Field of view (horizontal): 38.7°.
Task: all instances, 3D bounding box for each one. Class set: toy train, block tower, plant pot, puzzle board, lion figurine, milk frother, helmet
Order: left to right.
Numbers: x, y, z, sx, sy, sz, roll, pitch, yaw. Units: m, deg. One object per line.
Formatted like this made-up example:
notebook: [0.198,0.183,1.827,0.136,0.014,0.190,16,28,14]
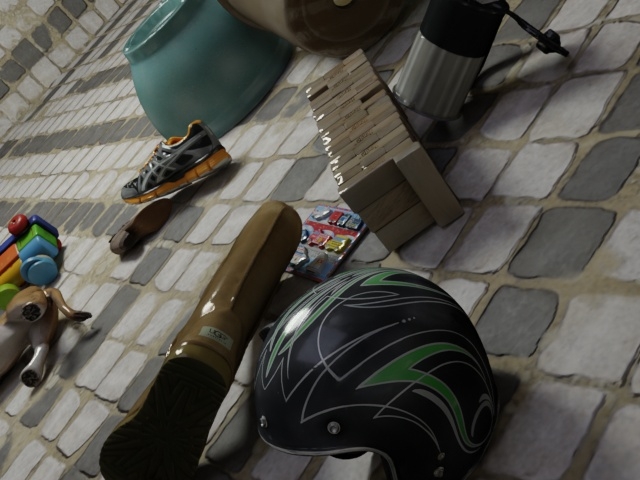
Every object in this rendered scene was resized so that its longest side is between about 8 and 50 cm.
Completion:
lion figurine: [-0.517,0.171,1.432,0.392,0.142,0.240,-28,20,2]
toy train: [-0.582,0.079,1.675,0.248,0.105,0.143,-41,40,8]
plant pot: [-0.222,-0.325,1.616,0.293,0.196,0.293,-34,28,21]
plant pot: [-0.008,-0.424,1.384,0.323,0.323,0.280,-40,44,10]
puzzle board: [0.000,0.000,1.040,0.096,0.011,0.128,-51,27,-13]
helmet: [0.037,0.101,0.673,0.169,0.161,0.169,-34,28,21]
block tower: [0.058,-0.112,1.021,0.097,0.091,0.335,-35,27,9]
milk frother: [0.173,-0.192,0.984,0.143,0.129,0.135,50,134,36]

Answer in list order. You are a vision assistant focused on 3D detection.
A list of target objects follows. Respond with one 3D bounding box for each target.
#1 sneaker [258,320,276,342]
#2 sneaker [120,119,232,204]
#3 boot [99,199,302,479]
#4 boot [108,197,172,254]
sneaker: [0.013,0.082,0.872,0.162,0.063,0.073,-18,18,37]
sneaker: [-0.237,-0.119,1.444,0.215,0.083,0.084,-23,6,27]
boot: [-0.113,0.112,0.956,0.236,0.089,0.269,-52,9,33]
boot: [-0.293,-0.025,1.465,0.118,0.042,0.087,-44,17,-15]
